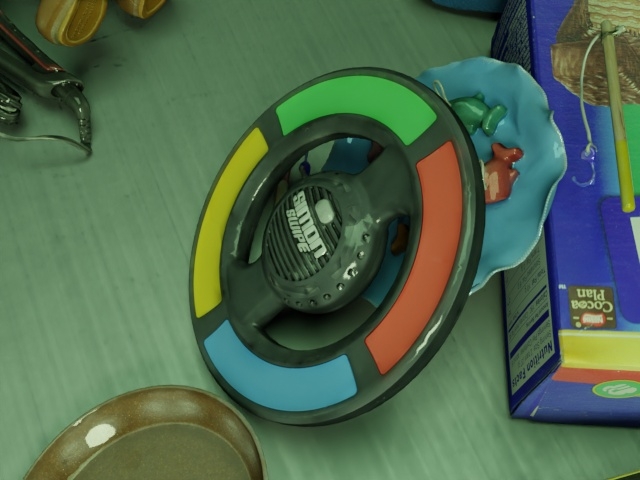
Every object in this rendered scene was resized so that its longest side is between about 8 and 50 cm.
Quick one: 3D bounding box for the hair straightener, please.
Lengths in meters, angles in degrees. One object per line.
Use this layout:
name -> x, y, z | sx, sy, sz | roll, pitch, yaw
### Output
hair straightener -> -0.263, -0.134, 0.699 | 0.230, 0.047, 0.089 | 42, 69, 13

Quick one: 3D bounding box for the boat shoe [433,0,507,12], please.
boat shoe -> 0.208, -0.230, 0.725 | 0.258, 0.109, 0.089 | 14, 60, 2

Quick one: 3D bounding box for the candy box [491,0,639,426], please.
candy box -> 0.263, -0.038, 0.620 | 0.268, 0.122, 0.317 | 3, 65, -1

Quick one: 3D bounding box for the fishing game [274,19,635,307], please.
fishing game -> 0.065, -0.043, 0.587 | 0.264, 0.041, 0.189 | -11, 58, 33

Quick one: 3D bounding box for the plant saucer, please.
plant saucer -> -0.105, 0.163, 0.529 | 0.168, 0.029, 0.168 | -12, 47, 13

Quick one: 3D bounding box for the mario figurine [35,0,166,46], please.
mario figurine -> -0.269, -0.276, 0.726 | 0.320, 0.198, 0.170 | 44, 98, 7

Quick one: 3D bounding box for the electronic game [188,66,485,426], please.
electronic game -> 0.000, 0.000, 0.568 | 0.229, 0.048, 0.229 | -17, 62, 36

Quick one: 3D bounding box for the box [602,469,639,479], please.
box -> 0.143, 0.266, 0.474 | 0.322, 0.079, 0.257 | -11, 66, -13
